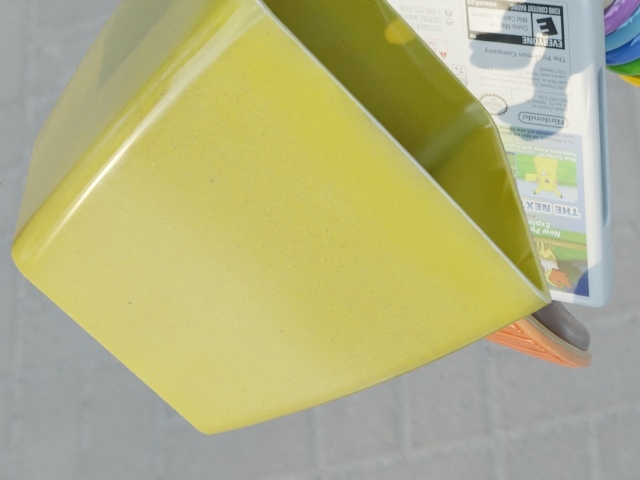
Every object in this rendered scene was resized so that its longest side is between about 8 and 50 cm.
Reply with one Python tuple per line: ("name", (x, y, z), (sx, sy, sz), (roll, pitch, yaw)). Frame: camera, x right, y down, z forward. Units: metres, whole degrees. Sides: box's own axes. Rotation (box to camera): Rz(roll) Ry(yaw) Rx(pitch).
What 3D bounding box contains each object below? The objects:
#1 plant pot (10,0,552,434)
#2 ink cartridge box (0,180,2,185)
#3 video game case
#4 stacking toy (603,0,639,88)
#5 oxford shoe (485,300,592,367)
("plant pot", (-0.034, -0.031, 0.886), (0.187, 0.212, 0.212), (-39, 24, 17))
("ink cartridge box", (-0.245, -0.025, 0.753), (0.176, 0.128, 0.127), (-39, 92, -7))
("video game case", (0.089, -0.101, 1.509), (0.329, 0.300, 0.036), (10, 34, 27))
("stacking toy", (0.303, -0.200, 1.677), (0.141, 0.330, 0.141), (-17, 59, 31))
("oxford shoe", (0.193, 0.028, 1.797), (0.130, 0.363, 0.133), (16, 76, 40))
